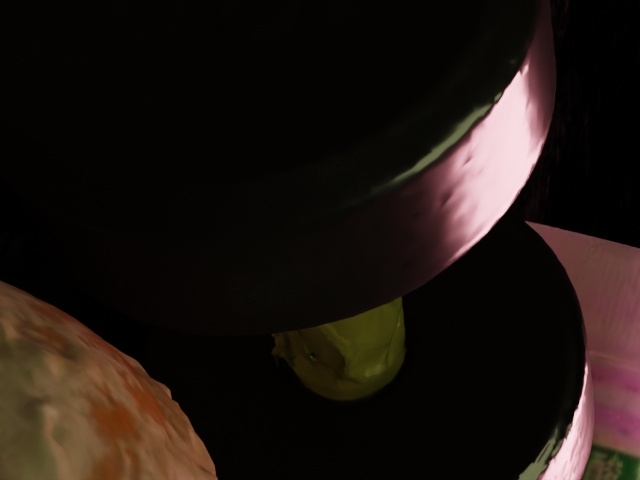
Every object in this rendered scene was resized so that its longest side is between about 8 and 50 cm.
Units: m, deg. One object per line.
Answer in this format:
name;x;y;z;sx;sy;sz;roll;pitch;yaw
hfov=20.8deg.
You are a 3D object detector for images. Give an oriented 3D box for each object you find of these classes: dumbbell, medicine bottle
dumbbell;0.000;0.000;0.695;0.322;0.204;0.203;72;38;-55
medicine bottle;0.175;0.162;1.253;0.212;0.212;0.325;20;85;-70

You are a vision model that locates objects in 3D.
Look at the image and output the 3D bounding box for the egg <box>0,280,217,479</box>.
egg;-0.119;0.098;0.476;0.233;0.195;0.195;22;83;-83
